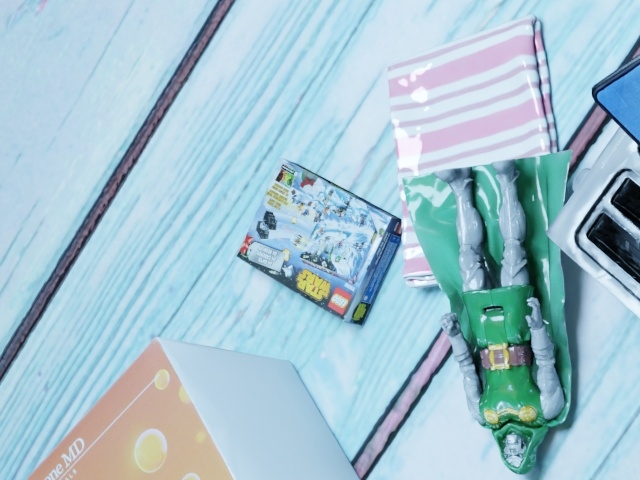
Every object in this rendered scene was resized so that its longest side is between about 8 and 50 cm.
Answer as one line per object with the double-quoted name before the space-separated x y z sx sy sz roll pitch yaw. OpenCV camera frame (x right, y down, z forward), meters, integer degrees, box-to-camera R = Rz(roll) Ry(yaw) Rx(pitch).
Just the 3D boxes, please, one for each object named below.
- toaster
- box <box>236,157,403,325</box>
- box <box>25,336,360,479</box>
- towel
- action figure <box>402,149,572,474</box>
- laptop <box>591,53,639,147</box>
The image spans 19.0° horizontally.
"toaster" 0.268 -0.017 1.304 0.186 0.110 0.168 46 110 36
"box" 0.000 0.000 1.572 0.137 0.027 0.094 30 98 40
"box" -0.064 0.278 1.469 0.215 0.168 0.345 -47 54 21
"towel" 0.118 -0.070 1.491 0.144 0.029 0.197 -17 70 35
"action figure" 0.135 0.058 1.412 0.137 0.063 0.232 -9 90 30
"laptop" 0.404 0.026 1.034 0.382 0.236 0.408 -34 56 40
